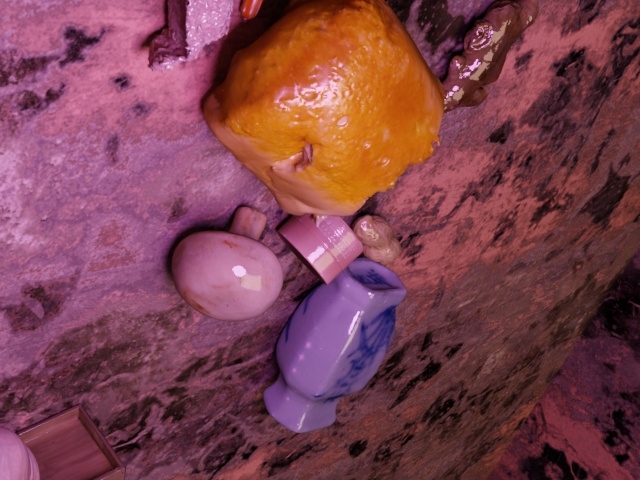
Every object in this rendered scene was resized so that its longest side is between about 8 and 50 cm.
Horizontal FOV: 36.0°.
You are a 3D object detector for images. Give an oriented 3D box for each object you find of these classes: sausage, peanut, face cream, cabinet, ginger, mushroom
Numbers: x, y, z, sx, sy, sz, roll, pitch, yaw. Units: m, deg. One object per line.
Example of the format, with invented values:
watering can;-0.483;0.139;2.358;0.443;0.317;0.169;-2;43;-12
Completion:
sausage;-0.096;-0.379;1.496;0.031;0.031;0.107;-9;134;-45
peanut;0.121;-0.006;2.163;0.082;0.082;0.187;-43;149;-5
face cream;0.000;0.000;1.949;0.104;0.149;0.149;-43;150;-6
cabinet;-0.487;0.468;1.896;0.148;0.175;0.215;-22;143;-34
ginger;0.325;-0.362;1.978;0.166;0.080;0.333;21;107;-45
mushroom;-0.160;0.033;1.797;0.207;0.207;0.215;72;32;-57

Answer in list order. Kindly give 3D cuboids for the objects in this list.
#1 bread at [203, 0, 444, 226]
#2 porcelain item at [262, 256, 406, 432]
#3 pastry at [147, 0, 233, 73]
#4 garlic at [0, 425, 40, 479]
bread;0.015;-0.222;1.603;0.361;0.250;0.394;-47;148;0
porcelain item;0.027;0.235;2.238;0.242;0.178;0.405;-2;126;-48
pastry;-0.168;-0.355;1.367;0.112;0.103;0.265;-3;138;-26
garlic;-0.627;0.442;1.669;0.322;0.241;0.322;-42;143;-43
